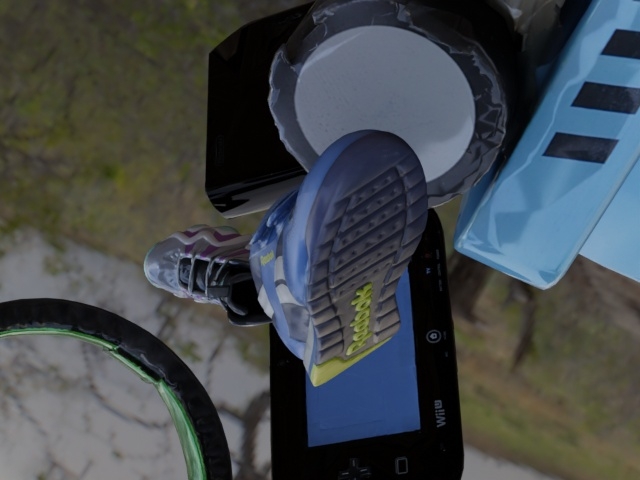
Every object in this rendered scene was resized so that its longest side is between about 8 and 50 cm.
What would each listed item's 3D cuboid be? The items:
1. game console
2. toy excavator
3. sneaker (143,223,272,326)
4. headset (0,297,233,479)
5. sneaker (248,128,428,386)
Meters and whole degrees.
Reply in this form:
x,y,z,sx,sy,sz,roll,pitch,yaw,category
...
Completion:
x,y,z,sx,sy,sz,roll,pitch,yaw,category
0.034,-0.006,0.914,0.213,0.361,0.044,-16,144,20,game console
0.203,-0.041,0.765,0.445,0.222,0.433,24,125,-1,toy excavator
-0.044,0.017,0.715,0.098,0.038,0.069,1,-169,18,sneaker
-0.227,0.222,1.000,0.243,0.394,0.185,38,162,-11,headset
0.000,0.000,0.580,0.059,0.053,0.144,54,157,23,sneaker
